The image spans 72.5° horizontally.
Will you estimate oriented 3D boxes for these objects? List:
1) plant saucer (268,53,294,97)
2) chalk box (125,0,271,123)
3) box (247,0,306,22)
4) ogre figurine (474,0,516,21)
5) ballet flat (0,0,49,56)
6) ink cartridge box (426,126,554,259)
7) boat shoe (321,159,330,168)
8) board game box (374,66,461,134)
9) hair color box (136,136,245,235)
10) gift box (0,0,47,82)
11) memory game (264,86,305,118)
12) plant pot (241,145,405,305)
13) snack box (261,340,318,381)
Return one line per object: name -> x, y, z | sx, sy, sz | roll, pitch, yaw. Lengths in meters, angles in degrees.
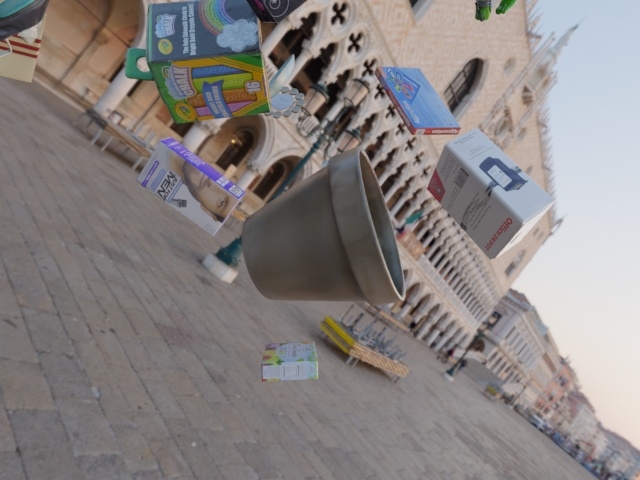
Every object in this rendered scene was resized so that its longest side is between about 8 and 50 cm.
plant saucer -> -0.139, -0.531, 1.454 | 0.037, 0.195, 0.195 | 37, 0, -20
chalk box -> -0.264, -0.382, 0.942 | 0.179, 0.288, 0.180 | 89, -6, -65
box -> -0.099, -0.476, 0.653 | 0.247, 0.142, 0.163 | 50, 5, -31
ogre figurine -> 0.374, -0.519, 0.827 | 0.197, 0.097, 0.118 | -8, -45, 46
ballet flat -> -0.531, -0.355, 0.732 | 0.074, 0.203, 0.074 | 53, -10, 14
ink cartridge box -> 0.366, -0.101, 0.974 | 0.237, 0.100, 0.172 | 54, -18, 23
boat shoe -> 0.066, -0.170, 1.472 | 0.078, 0.070, 0.219 | -77, 152, -59
board game box -> 0.264, -0.392, 1.213 | 0.027, 0.145, 0.281 | 110, -31, -49
hair color box -> -0.468, -0.194, 1.591 | 0.338, 0.185, 0.110 | 36, 19, -10
gift box -> -0.769, -0.553, 0.958 | 0.258, 0.276, 0.255 | 1, 54, -41
memory game -> -0.149, -0.529, 1.674 | 0.186, 0.186, 0.012 | 38, -25, 25
plant pot -> 0.000, 0.000, 0.915 | 0.323, 0.280, 0.323 | -15, 90, -76
snack box -> -0.057, 0.227, 0.830 | 0.100, 0.037, 0.141 | -1, 1, -4
